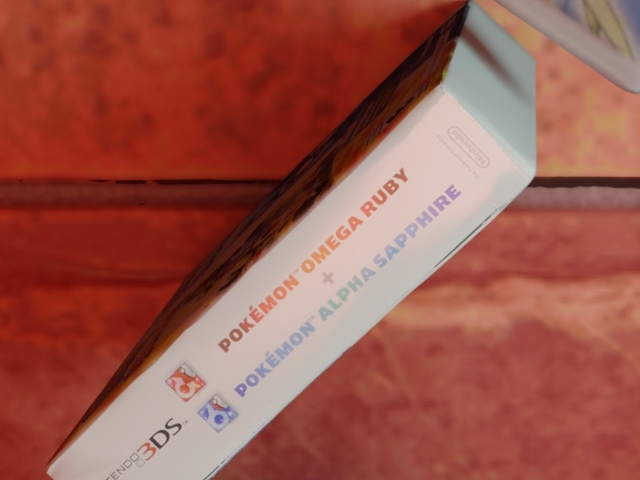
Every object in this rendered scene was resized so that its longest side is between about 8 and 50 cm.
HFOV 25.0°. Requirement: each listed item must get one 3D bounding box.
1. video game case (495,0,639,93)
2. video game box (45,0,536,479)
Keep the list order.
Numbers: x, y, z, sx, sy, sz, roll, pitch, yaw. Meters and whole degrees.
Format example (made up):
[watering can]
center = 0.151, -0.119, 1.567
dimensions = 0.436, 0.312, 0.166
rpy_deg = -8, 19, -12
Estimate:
[video game case]
center = 0.044, -0.256, 0.440
dimensions = 0.329, 0.036, 0.300
rpy_deg = 38, 124, 16
[video game box]
center = 0.000, 0.000, 0.541
dimensions = 0.048, 0.205, 0.187
rpy_deg = 42, 107, -5
